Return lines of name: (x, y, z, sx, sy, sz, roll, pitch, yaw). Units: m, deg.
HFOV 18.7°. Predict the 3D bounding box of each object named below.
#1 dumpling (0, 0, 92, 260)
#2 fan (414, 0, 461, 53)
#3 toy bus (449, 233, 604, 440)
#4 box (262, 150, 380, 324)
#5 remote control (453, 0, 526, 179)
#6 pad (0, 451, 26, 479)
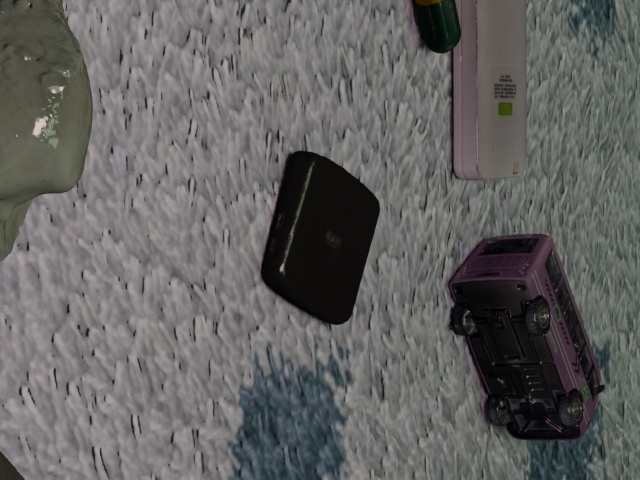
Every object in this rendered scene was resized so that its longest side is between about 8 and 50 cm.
dumpling: (-0.192, -0.082, 1.295, 0.152, 0.108, 0.219, 35, 66, -50)
fan: (0.096, -0.243, 1.764, 0.082, 0.039, 0.155, -42, 126, -47)
toy bus: (0.204, 0.096, 1.891, 0.108, 0.096, 0.199, -54, 130, -45)
box: (0.000, 0.000, 1.652, 0.126, 0.027, 0.125, 35, 66, -52)
remote control: (0.164, -0.184, 1.869, 0.103, 0.034, 0.250, -8, 97, -55)
pad: (-0.282, 0.303, 1.273, 0.248, 0.007, 0.368, 58, 47, -40)
